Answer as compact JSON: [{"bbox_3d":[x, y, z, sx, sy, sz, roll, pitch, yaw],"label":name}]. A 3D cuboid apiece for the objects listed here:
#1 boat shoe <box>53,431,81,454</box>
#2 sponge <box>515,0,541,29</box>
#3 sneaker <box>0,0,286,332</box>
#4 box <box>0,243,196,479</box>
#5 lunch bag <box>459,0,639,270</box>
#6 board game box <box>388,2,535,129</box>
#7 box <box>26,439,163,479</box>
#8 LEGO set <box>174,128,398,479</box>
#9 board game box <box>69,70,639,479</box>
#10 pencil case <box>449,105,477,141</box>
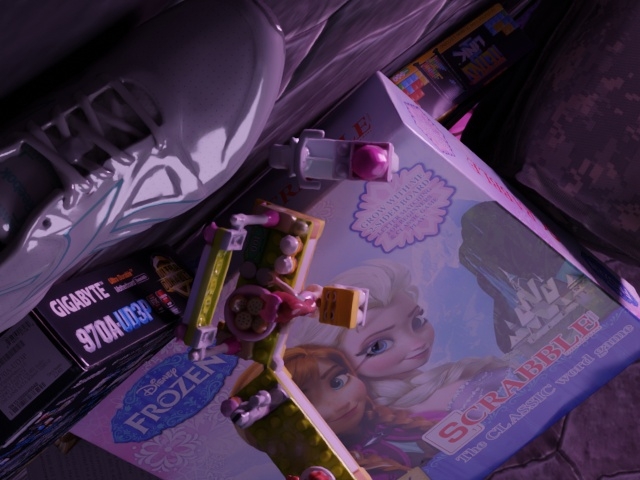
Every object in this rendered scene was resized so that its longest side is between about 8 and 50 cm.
[{"bbox_3d":[-0.195,0.129,1.136,0.050,0.045,0.135,-48,175,-17],"label":"boat shoe"},{"bbox_3d":[0.195,-0.193,1.392,0.210,0.031,0.117,-43,177,30],"label":"sponge"},{"bbox_3d":[-0.072,-0.019,0.444,0.152,0.053,0.061,-40,174,3],"label":"sneaker"},{"bbox_3d":[-0.164,0.086,0.841,0.175,0.051,0.220,-42,177,15],"label":"box"},{"bbox_3d":[0.231,-0.117,1.176,0.235,0.169,0.287,-57,-172,0],"label":"lunch bag"},{"bbox_3d":[0.067,-0.092,1.140,0.141,0.048,0.170,-36,175,-37],"label":"board game box"},{"bbox_3d":[-0.058,0.202,1.359,0.345,0.168,0.215,-11,-174,15],"label":"box"},{"bbox_3d":[-0.016,0.080,0.872,0.132,0.287,0.107,-4,180,17],"label":"LEGO set"},{"bbox_3d":[0.032,0.081,1.074,0.319,0.318,0.066,-42,-141,17],"label":"board game box"},{"bbox_3d":[0.156,-0.098,1.784,0.209,0.095,0.098,-42,162,-12],"label":"pencil case"}]
